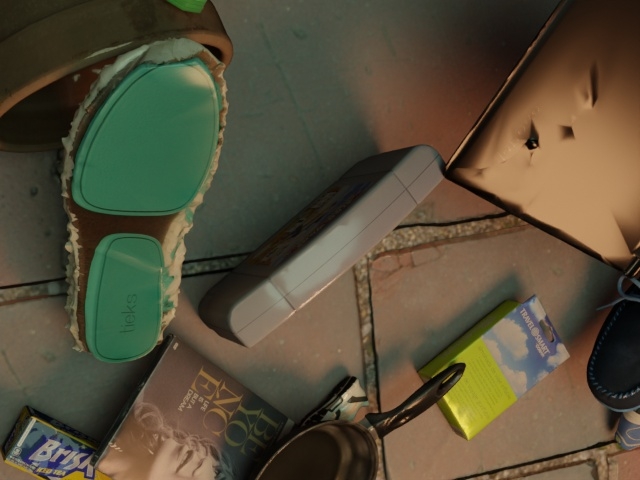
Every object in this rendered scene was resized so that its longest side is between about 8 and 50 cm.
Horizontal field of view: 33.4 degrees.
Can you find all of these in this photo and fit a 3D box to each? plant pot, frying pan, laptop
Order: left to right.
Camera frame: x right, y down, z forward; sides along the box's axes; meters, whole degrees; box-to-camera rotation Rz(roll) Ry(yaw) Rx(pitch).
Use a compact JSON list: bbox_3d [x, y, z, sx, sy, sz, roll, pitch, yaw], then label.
[{"bbox_3d":[-0.247,-0.241,1.057,0.263,0.263,0.229,-20,85,-19],"label":"plant pot"},{"bbox_3d":[0.021,0.239,1.260,0.197,0.053,0.326,36,88,-45],"label":"frying pan"},{"bbox_3d":[0.390,-0.179,1.237,0.236,0.408,0.382,39,111,12],"label":"laptop"}]

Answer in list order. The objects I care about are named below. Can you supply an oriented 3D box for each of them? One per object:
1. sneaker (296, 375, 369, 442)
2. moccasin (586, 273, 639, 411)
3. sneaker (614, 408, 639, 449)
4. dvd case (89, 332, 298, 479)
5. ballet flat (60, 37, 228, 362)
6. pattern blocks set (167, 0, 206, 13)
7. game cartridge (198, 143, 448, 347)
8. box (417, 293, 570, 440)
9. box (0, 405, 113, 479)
[{"bbox_3d":[0.016,0.216,1.297,0.109,0.040,0.043,-41,110,-13],"label":"sneaker"},{"bbox_3d":[0.451,0.060,1.375,0.342,0.138,0.117,-54,153,-12],"label":"moccasin"},{"bbox_3d":[0.493,0.249,1.478,0.211,0.080,0.081,7,120,-25],"label":"sneaker"},{"bbox_3d":[-0.135,0.230,1.208,0.221,0.018,0.164,42,70,-35],"label":"dvd case"},{"bbox_3d":[-0.192,-0.049,1.052,0.147,0.147,0.409,2,133,-22],"label":"ballet flat"},{"bbox_3d":[-0.172,-0.342,1.039,0.285,0.324,0.026,20,129,-30],"label":"pattern blocks set"},{"bbox_3d":[0.000,0.000,1.185,0.297,0.198,0.062,-41,97,-14],"label":"game cartridge"},{"bbox_3d":[0.224,0.159,1.371,0.178,0.042,0.109,-36,107,-15],"label":"box"},{"bbox_3d":[-0.265,0.249,1.183,0.169,0.054,0.059,33,82,-21],"label":"box"}]
